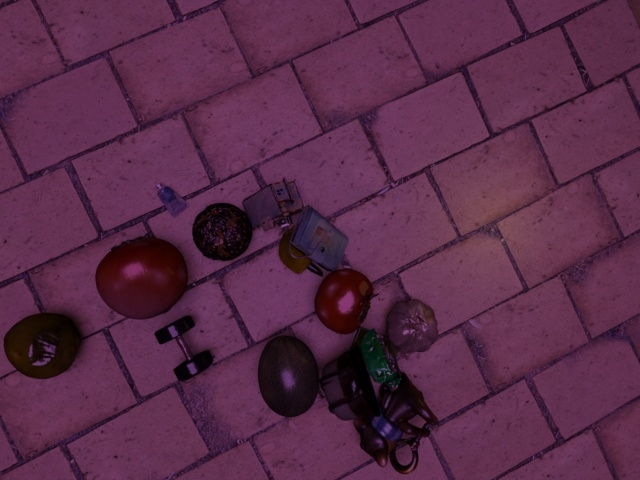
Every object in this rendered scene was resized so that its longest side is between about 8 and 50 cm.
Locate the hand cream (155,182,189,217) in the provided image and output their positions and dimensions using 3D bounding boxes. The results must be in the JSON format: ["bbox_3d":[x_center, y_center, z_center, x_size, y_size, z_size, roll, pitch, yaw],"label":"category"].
[{"bbox_3d":[-0.609,-0.170,1.712,0.084,0.053,0.142,-39,103,-5],"label":"hand cream"}]

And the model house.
[{"bbox_3d":[-0.152,-0.145,1.684,0.206,0.271,0.178,-24,90,-40],"label":"model house"}]

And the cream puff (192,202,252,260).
[{"bbox_3d":[-0.387,-0.033,1.660,0.239,0.165,0.239,1,95,7],"label":"cream puff"}]

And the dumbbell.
[{"bbox_3d":[-0.532,0.418,1.656,0.152,0.152,0.218,-27,91,-4],"label":"dumbbell"}]

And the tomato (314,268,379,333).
[{"bbox_3d":[0.095,0.236,1.667,0.224,0.256,0.256,25,87,12],"label":"tomato"}]

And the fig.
[{"bbox_3d":[-1.052,0.390,1.581,0.271,0.239,0.239,3,89,9],"label":"fig"}]

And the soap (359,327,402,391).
[{"bbox_3d":[0.240,0.461,1.616,0.098,0.273,0.218,-25,66,8],"label":"soap"}]

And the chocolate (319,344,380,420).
[{"bbox_3d":[0.104,0.573,1.646,0.186,0.283,0.283,-20,91,2],"label":"chocolate"}]

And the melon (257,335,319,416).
[{"bbox_3d":[-0.126,0.522,1.646,0.237,0.237,0.302,-11,85,-5],"label":"melon"}]

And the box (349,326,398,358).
[{"bbox_3d":[0.231,0.451,1.780,0.193,0.030,0.121,21,88,-4],"label":"box"}]

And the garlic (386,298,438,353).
[{"bbox_3d":[0.376,0.348,1.724,0.228,0.152,0.228,3,77,-13],"label":"garlic"}]

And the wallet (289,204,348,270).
[{"bbox_3d":[0.000,0.000,1.672,0.250,0.075,0.176,38,66,-39],"label":"wallet"}]

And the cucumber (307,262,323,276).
[{"bbox_3d":[-0.065,0.095,1.758,0.184,0.033,0.036,29,65,-1],"label":"cucumber"}]

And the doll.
[{"bbox_3d":[0.308,0.736,1.717,0.318,0.209,0.340,39,84,29],"label":"doll"}]

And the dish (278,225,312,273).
[{"bbox_3d":[-0.093,0.029,1.713,0.149,0.080,0.208,-6,77,-13],"label":"dish"}]

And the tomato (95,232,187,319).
[{"bbox_3d":[-0.658,0.142,1.575,0.321,0.321,0.321,0,89,-5],"label":"tomato"}]
